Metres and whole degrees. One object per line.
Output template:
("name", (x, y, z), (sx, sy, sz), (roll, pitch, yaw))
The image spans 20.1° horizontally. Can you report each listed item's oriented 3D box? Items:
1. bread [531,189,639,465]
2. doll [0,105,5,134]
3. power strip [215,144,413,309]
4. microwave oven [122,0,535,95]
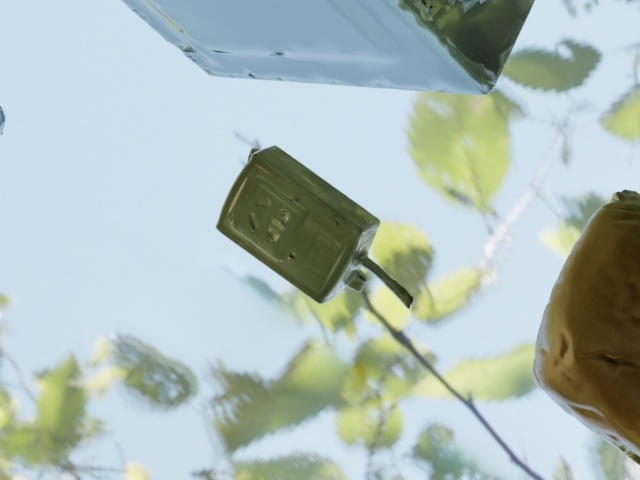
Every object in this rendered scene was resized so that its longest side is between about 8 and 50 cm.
("bread", (0.165, 0.046, 0.907), (0.106, 0.082, 0.125), (27, -81, 17))
("doll", (-0.236, -0.081, 1.249), (0.037, 0.125, 0.027), (26, -106, -10))
("power strip", (0.000, 0.000, 1.369), (0.175, 0.042, 0.075), (35, -64, 14))
("microwave oven", (0.002, -0.233, 0.669), (0.181, 0.237, 0.295), (9, -114, 46))
